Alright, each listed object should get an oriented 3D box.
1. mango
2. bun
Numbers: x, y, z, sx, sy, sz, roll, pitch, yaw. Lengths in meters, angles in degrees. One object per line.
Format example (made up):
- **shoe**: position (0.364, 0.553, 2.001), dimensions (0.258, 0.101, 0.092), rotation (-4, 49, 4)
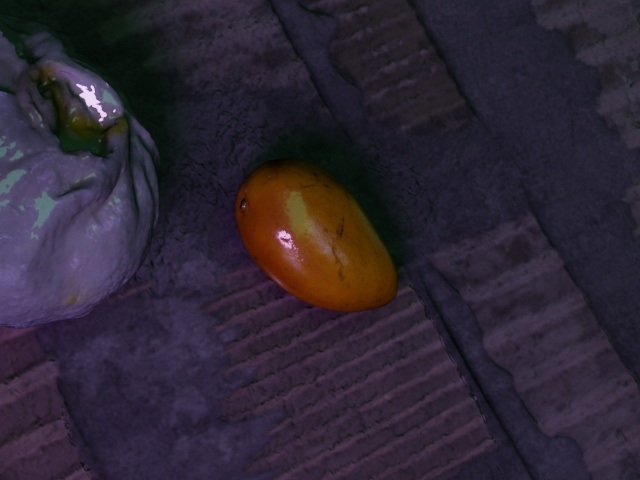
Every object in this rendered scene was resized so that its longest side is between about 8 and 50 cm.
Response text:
- **mango**: position (0.000, 0.000, 2.132), dimensions (0.219, 0.112, 0.145), rotation (40, 55, -9)
- **bun**: position (-0.314, -0.088, 1.936), dimensions (0.362, 0.211, 0.362), rotation (23, 45, -25)
